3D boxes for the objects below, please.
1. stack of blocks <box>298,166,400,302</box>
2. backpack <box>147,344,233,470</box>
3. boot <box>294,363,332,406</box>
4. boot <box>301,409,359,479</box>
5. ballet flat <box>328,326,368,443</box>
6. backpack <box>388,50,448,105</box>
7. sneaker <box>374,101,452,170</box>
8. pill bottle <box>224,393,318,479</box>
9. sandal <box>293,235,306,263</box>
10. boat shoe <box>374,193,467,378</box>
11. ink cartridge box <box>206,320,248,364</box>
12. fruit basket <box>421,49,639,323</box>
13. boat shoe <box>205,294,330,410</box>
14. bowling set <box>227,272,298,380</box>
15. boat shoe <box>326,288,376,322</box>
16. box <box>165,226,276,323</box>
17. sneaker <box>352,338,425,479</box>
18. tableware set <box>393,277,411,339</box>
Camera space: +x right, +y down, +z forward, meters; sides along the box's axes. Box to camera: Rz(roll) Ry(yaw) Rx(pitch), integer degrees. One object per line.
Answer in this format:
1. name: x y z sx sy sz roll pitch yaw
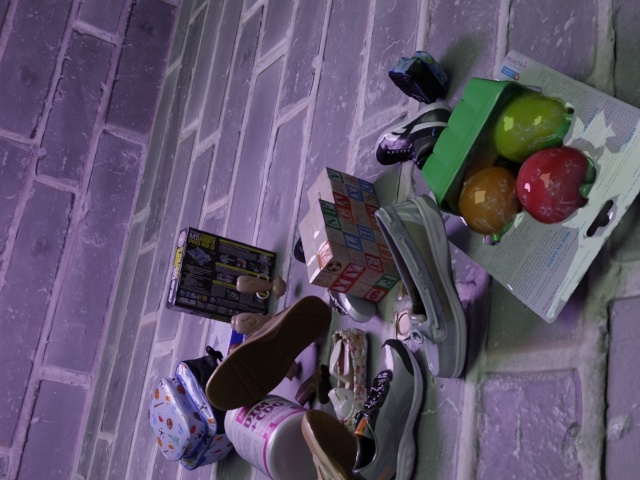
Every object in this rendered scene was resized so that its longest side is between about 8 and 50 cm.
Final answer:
1. stack of blocks: 0.049 -0.023 1.571 0.087 0.171 0.297 -52 33 34
2. backpack: -0.323 0.467 1.918 0.276 0.213 0.263 57 141 35
3. boot: -0.020 0.344 1.628 0.114 0.037 0.106 -48 23 33
4. boot: 0.008 0.479 1.409 0.262 0.095 0.203 51 124 35
5. ballet flat: 0.052 0.288 1.487 0.091 0.077 0.241 -37 44 47
6. backpack: 0.207 -0.344 1.545 0.084 0.105 0.114 -49 28 -3
7. sneaker: 0.185 -0.183 1.510 0.217 0.079 0.121 -35 44 47
8. pill bottle: -0.096 0.422 1.589 0.283 0.160 0.160 1 76 61
9. sandal: 0.000 -0.001 1.770 0.254 0.054 0.097 -15 62 58
10. boat shoe: 0.170 0.086 1.234 0.118 0.103 0.320 -134 31 -72
11. ink cartridge box: -0.262 0.300 2.089 0.224 0.045 0.223 -14 62 58
12. fruit basket: 0.335 -0.098 1.157 0.353 0.165 0.327 43 114 43
13. boat shoe: -0.121 0.258 1.661 0.341 0.121 0.110 -38 5 -24
14. bowling set: -0.147 0.241 1.849 0.200 0.154 0.287 117 156 -59
15. boat shoe: 0.059 0.124 1.578 0.070 0.078 0.219 -62 21 18
16. box: -0.259 0.104 1.956 0.060 0.270 0.216 -22 56 55
17. sneaker: 0.117 0.308 1.326 0.100 0.108 0.271 -28 50 56
18. tableware set: 0.188 0.123 1.393 0.168 0.020 0.141 -8 68 60
